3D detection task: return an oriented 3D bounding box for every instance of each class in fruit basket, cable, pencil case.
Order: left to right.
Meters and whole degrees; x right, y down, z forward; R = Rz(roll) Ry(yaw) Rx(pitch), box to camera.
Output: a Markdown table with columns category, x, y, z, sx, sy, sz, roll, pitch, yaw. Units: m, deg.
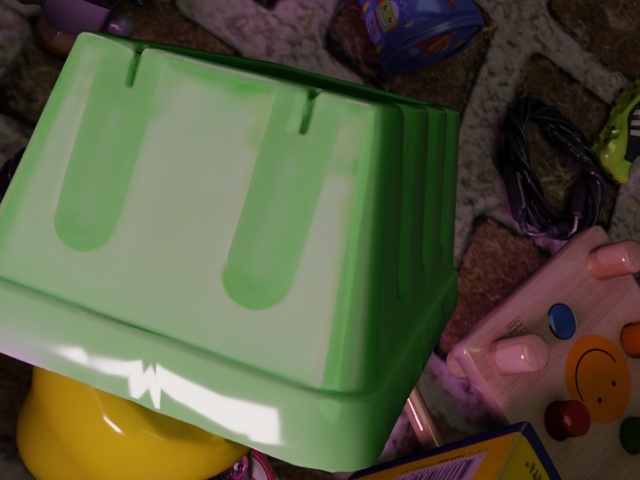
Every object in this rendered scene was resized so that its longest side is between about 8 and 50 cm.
| category | x | y | z | sx | sy | sz | roll | pitch | yaw |
| --- | --- | --- | --- | --- | --- | --- | --- | --- | --- |
| fruit basket | -0.064 | 0.058 | 0.543 | 0.283 | 0.392 | 0.391 | 17 | 66 | 14 |
| pencil case | 0.084 | -0.338 | 0.845 | 0.133 | 0.119 | 0.305 | -11 | 82 | -40 |
| cable | 0.281 | -0.091 | 0.926 | 0.151 | 0.047 | 0.184 | -5 | 79 | -28 |

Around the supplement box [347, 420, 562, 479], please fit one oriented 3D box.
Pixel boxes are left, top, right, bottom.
| category | x | y | z | sx | sy | sz | roll | pitch | yaw |
| --- | --- | --- | --- | --- | --- | --- | --- | --- | --- |
| supplement box | 0.068 | 0.313 | 0.551 | 0.194 | 0.195 | 0.357 | 62 | 31 | 0 |

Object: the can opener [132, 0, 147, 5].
| category | x | y | z | sx | sy | sz | roll | pitch | yaw |
| --- | --- | --- | --- | --- | --- | --- | --- | --- | --- |
| can opener | -0.126 | -0.325 | 0.759 | 0.093 | 0.074 | 0.280 | 46 | 62 | -9 |

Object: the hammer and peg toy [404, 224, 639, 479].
| category | x | y | z | sx | sy | sz | roll | pitch | yaw |
| --- | --- | --- | --- | --- | --- | --- | --- | --- | --- |
| hammer and peg toy | 0.246 | 0.168 | 0.796 | 0.361 | 0.127 | 0.265 | -34 | 94 | -30 |

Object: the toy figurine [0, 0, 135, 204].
| category | x | y | z | sx | sy | sz | roll | pitch | yaw |
| --- | --- | --- | --- | --- | --- | --- | --- | --- | --- |
| toy figurine | -0.218 | -0.110 | 0.625 | 0.209 | 0.148 | 0.213 | -38 | 94 | -35 |

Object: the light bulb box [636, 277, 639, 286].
| category | x | y | z | sx | sy | sz | roll | pitch | yaw |
| --- | --- | --- | --- | --- | --- | --- | --- | --- | --- |
| light bulb box | 0.621 | 0.124 | 0.946 | 0.358 | 0.225 | 0.361 | -31 | 91 | -30 |

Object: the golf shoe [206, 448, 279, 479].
| category | x | y | z | sx | sy | sz | roll | pitch | yaw |
| --- | --- | --- | --- | --- | --- | --- | --- | --- | --- |
| golf shoe | -0.060 | 0.231 | 0.668 | 0.086 | 0.068 | 0.186 | 4 | 73 | -54 |

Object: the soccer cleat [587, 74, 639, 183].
| category | x | y | z | sx | sy | sz | roll | pitch | yaw |
| --- | --- | --- | --- | --- | --- | --- | --- | --- | --- |
| soccer cleat | 0.408 | -0.149 | 1.004 | 0.072 | 0.060 | 0.179 | 47 | 68 | -20 |
